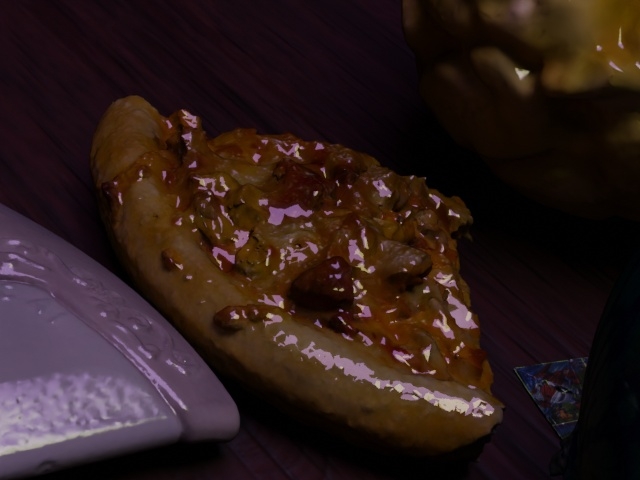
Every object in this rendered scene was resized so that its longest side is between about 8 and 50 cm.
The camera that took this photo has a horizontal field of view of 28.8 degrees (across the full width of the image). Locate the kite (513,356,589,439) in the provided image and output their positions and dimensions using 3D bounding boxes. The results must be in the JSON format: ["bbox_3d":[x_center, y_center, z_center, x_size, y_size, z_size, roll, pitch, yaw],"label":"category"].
[{"bbox_3d":[0.156,0.091,0.726,0.090,0.004,0.122,26,38,17],"label":"kite"}]

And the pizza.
[{"bbox_3d":[0.000,0.000,0.732,0.226,0.086,0.335,-22,48,-37],"label":"pizza"}]

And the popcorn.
[{"bbox_3d":[0.250,-0.177,0.860,0.390,0.354,0.344,-43,82,-3],"label":"popcorn"}]

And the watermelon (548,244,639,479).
[{"bbox_3d":[0.272,0.100,0.480,0.363,0.363,0.363,9,36,-7],"label":"watermelon"}]

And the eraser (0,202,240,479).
[{"bbox_3d":[-0.181,0.034,0.644,0.204,0.059,0.243,-10,42,-29],"label":"eraser"}]
